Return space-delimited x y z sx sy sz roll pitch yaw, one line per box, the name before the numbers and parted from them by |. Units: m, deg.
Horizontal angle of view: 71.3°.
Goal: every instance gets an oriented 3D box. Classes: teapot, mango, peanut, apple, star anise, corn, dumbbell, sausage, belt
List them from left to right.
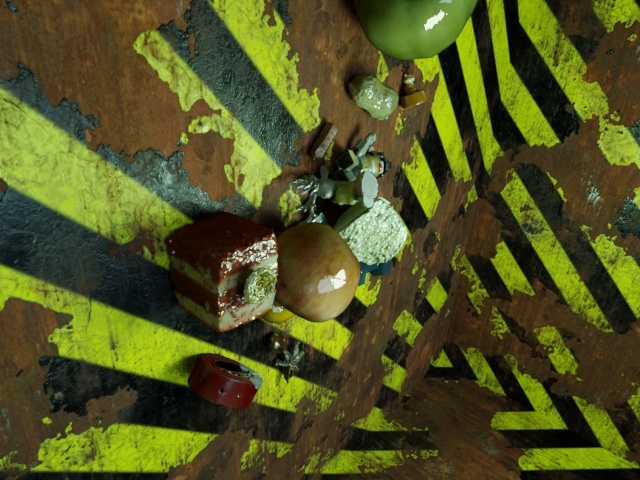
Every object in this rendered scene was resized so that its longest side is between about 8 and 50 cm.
belt | -0.356 0.534 1.715 0.115 0.227 0.324 -59 145 -3
teapot | -0.206 0.463 2.008 0.129 0.078 0.098 36 40 -68
mango | -0.152 0.260 1.917 0.295 0.120 0.177 -9 109 -52
star anise | -0.147 0.579 2.161 0.172 0.063 0.208 -51 139 -27
apple | -0.034 0.120 1.705 0.346 0.391 0.391 -50 142 -13
sausage | 0.012 -0.390 1.797 0.169 0.065 0.065 -60 145 -7
corn | 0.117 -0.182 2.047 0.231 0.080 0.080 15 97 -53
dumbbell | 0.234 0.142 2.330 0.325 0.160 0.144 -18 92 -48
peanut | 0.239 -0.608 1.891 0.291 0.159 0.143 19 69 -55
apple | 0.347 -0.893 1.625 0.473 0.473 0.474 -30 131 -40

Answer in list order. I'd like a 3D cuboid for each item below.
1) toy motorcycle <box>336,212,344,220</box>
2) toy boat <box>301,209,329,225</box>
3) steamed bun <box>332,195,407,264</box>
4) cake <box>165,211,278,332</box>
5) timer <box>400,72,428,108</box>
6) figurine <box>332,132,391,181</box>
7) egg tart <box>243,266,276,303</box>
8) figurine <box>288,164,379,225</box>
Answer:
toy motorcycle | 0.121 -0.034 2.120 0.124 0.061 0.193 7 103 -17
toy boat | 0.000 0.000 1.982 0.141 0.092 0.319 -48 143 -13
steamed bun | 0.220 -0.035 1.970 0.290 0.273 0.272 -35 107 10
cake | -0.315 0.108 1.479 0.270 0.269 0.320 -25 127 -44
timer | 0.434 -0.722 2.132 0.132 0.132 0.152 -32 110 -39
figurine | 0.191 -0.330 1.997 0.308 0.143 0.308 -36 152 -23
egg tart | -0.194 0.135 1.379 0.128 0.049 0.129 -25 128 -37
figurine | 0.040 -0.195 1.785 0.284 0.315 0.206 -54 135 -50
